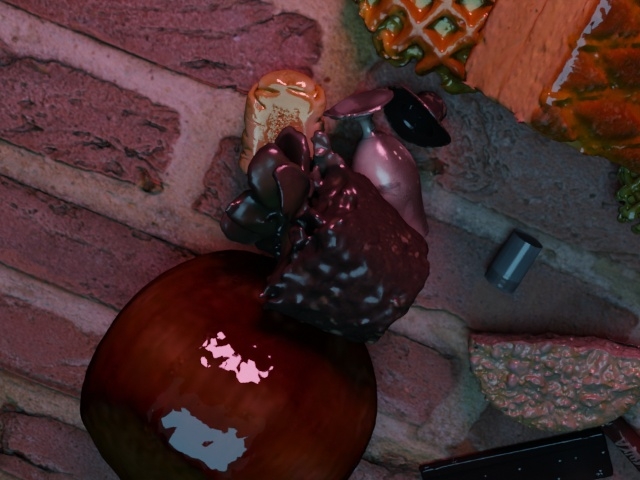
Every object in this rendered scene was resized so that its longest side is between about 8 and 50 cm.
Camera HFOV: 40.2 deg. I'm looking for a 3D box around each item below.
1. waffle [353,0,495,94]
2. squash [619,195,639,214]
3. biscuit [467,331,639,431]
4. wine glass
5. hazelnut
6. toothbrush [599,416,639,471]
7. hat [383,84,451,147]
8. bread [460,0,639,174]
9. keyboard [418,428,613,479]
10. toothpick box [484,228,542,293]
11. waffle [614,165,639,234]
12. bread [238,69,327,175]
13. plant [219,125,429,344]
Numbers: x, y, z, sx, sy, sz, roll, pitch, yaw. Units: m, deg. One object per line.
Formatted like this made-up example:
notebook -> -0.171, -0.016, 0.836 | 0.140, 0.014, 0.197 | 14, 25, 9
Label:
waffle -> 0.186, -0.350, 1.149 | 0.302, 0.068, 0.325 | 5, 111, 3
squash -> 0.529, -0.057, 1.234 | 0.200, 0.090, 0.075 | -13, 142, 24
biscuit -> 0.359, 0.218, 1.355 | 0.281, 0.084, 0.179 | 8, 117, 5
wine glass -> 0.087, -0.098, 1.239 | 0.103, 0.103, 0.222 | -16, 114, 12
hazelnut -> -0.119, 0.218, 1.268 | 0.420, 0.353, 0.421 | 0, 86, 1
toothbrush -> 0.575, 0.406, 1.431 | 0.041, 0.041, 0.364 | -40, 103, 19
hat -> 0.142, -0.181, 1.225 | 0.050, 0.121, 0.121 | -45, 105, -20
bread -> 0.367, -0.247, 1.056 | 0.279, 0.207, 0.279 | 19, 110, -26
keyboard -> 0.324, 0.381, 1.457 | 0.309, 0.018, 0.101 | -15, 111, 11
toothpick box -> 0.287, 0.031, 1.301 | 0.052, 0.052, 0.083 | 27, 111, -6
waffle -> 0.496, -0.078, 1.190 | 0.183, 0.036, 0.169 | 14, 90, 32
bread -> -0.051, -0.155, 1.241 | 0.119, 0.084, 0.177 | 9, 112, 1
plant -> 0.000, 0.000, 1.156 | 0.276, 0.188, 0.199 | 38, 119, -7
